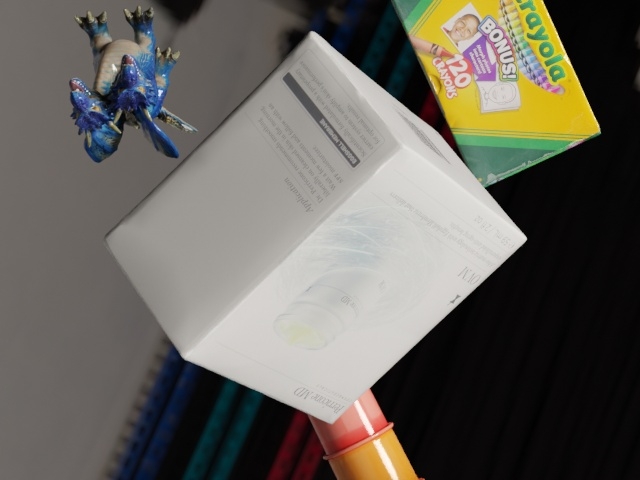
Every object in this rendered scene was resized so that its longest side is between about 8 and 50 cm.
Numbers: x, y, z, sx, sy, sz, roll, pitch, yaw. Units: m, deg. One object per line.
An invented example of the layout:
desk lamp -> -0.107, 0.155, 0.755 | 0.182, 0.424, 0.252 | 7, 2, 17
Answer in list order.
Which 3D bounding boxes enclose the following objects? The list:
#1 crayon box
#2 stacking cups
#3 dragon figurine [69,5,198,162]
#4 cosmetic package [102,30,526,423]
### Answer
crayon box -> 0.207, -0.222, 2.172 | 0.081, 0.165, 0.278 | -71, 136, -85
stacking cups -> 0.071, 0.276, 1.686 | 0.316, 0.096, 0.096 | 61, -13, 2
dragon figurine -> -0.174, -0.118, 1.646 | 0.085, 0.144, 0.289 | -3, -23, 4
cosmetic package -> 0.000, 0.000, 1.365 | 0.138, 0.224, 0.224 | 54, 13, 33
